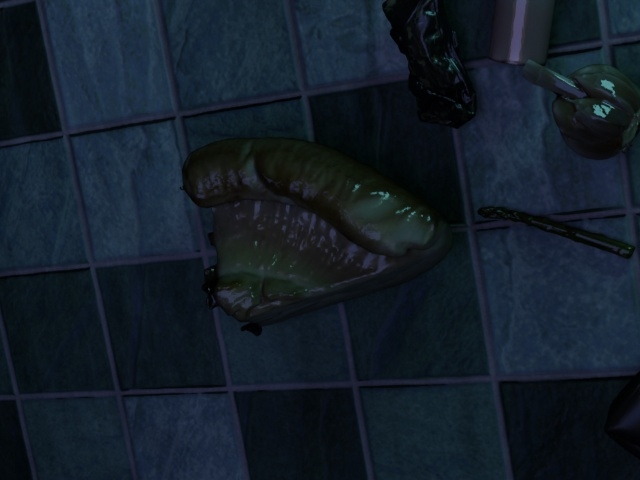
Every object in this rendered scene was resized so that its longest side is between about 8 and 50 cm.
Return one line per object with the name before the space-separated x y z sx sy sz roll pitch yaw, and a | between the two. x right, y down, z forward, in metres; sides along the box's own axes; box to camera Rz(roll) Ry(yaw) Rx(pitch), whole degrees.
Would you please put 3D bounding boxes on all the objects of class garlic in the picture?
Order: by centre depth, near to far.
garlic | 0.372 -0.193 1.680 0.194 0.127 0.131 23 94 10

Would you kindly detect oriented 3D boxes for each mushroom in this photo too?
mushroom | 0.006 -0.044 1.878 0.397 0.224 0.314 -16 80 21

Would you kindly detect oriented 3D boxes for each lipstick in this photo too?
lipstick | 0.303 -0.418 1.688 0.087 0.087 0.327 12 107 23

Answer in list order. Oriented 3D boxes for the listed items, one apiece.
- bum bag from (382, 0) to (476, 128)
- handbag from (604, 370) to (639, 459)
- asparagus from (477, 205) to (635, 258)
bum bag | 0.166 -0.286 1.798 0.102 0.069 0.248 -6 102 52
handbag | 0.584 0.246 1.696 0.257 0.113 0.285 40 116 5
asparagus | 0.355 -0.017 1.793 0.248 0.025 0.024 18 151 22
